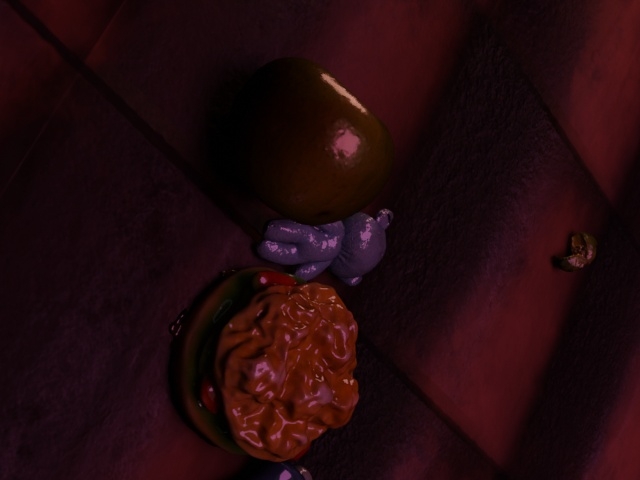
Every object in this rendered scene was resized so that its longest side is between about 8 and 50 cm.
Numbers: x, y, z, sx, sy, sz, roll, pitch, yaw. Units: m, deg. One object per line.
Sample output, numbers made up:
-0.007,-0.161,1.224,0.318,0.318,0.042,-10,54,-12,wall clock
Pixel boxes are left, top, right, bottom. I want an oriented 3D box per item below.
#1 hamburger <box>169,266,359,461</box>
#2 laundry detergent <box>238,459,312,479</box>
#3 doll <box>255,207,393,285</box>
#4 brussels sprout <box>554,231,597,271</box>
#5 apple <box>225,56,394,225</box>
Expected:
-0.044,0.146,1.319,0.237,0.149,0.237,-7,99,-47,hamburger
-0.082,0.321,1.365,0.206,0.061,0.096,-25,111,-42,laundry detergent
-0.001,-0.003,1.413,0.180,0.075,0.120,10,127,-28,doll
0.414,0.024,1.861,0.051,0.046,0.083,43,63,8,brussels sprout
-0.014,-0.106,1.292,0.157,0.196,0.196,-48,134,7,apple
